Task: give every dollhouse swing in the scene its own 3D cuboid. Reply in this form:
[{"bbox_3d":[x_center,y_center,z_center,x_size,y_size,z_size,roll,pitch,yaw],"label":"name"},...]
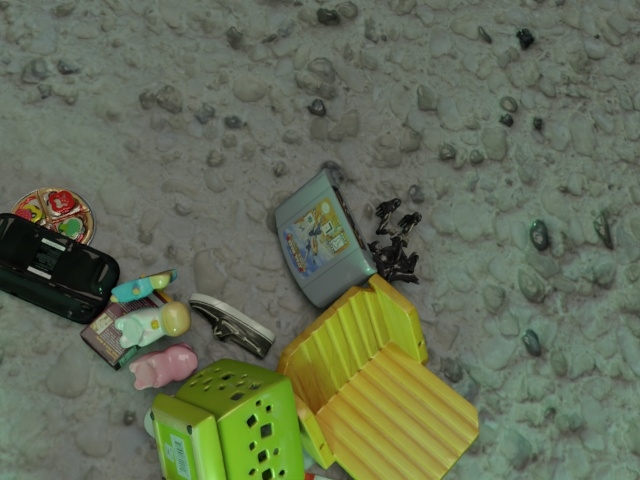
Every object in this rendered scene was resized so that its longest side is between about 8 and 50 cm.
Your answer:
[{"bbox_3d":[0.133,0.327,1.343,0.347,0.315,0.305,-40,45,-22],"label":"dollhouse swing"}]

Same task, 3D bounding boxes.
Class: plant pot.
[{"bbox_3d":[-0.188,0.378,1.237,0.207,0.227,0.228,-15,102,-42],"label":"plant pot"}]

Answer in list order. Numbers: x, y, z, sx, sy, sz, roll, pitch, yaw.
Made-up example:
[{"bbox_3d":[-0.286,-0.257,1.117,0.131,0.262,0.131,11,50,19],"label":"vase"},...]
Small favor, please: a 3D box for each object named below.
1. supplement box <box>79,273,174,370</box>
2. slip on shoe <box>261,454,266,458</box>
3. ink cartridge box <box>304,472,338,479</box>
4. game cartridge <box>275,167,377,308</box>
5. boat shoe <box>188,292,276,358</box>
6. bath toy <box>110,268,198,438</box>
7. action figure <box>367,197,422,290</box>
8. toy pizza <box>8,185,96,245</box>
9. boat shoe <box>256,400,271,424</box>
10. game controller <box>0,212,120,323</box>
[{"bbox_3d":[-0.422,0.182,1.419,0.104,0.081,0.188,41,66,6],"label":"supplement box"},{"bbox_3d":[-0.113,0.510,1.341,0.041,0.051,0.135,-15,40,1],"label":"slip on shoe"},{"bbox_3d":[-0.014,0.593,1.347,0.232,0.066,0.189,21,66,-6],"label":"ink cartridge box"},{"bbox_3d":[0.000,0.000,1.517,0.198,0.062,0.297,-36,61,22],"label":"game cartridge"},{"bbox_3d":[-0.210,0.194,1.457,0.219,0.078,0.070,29,65,0],"label":"boat shoe"},{"bbox_3d":[-0.320,0.242,1.343,0.151,0.129,0.348,-10,94,24],"label":"bath toy"},{"bbox_3d":[0.169,0.032,1.563,0.164,0.141,0.275,26,48,-6],"label":"action figure"},{"bbox_3d":[-0.631,-0.040,1.495,0.201,0.032,0.201,4,68,-10],"label":"toy pizza"},{"bbox_3d":[-0.057,0.320,1.440,0.081,0.068,0.228,41,67,7],"label":"boat shoe"},{"bbox_3d":[-0.617,0.061,1.433,0.319,0.067,0.166,24,72,-1],"label":"game controller"}]
